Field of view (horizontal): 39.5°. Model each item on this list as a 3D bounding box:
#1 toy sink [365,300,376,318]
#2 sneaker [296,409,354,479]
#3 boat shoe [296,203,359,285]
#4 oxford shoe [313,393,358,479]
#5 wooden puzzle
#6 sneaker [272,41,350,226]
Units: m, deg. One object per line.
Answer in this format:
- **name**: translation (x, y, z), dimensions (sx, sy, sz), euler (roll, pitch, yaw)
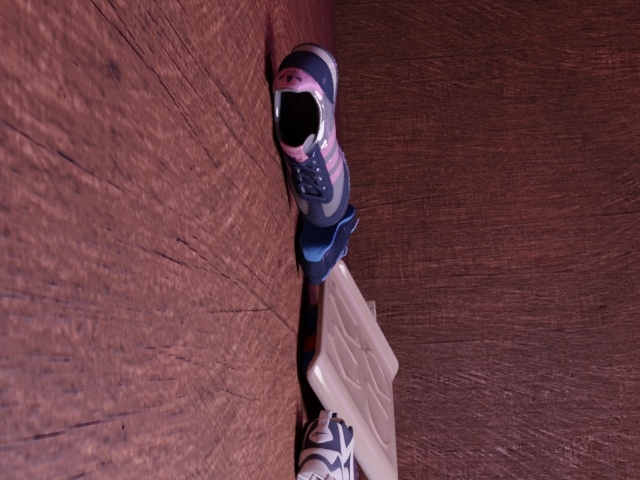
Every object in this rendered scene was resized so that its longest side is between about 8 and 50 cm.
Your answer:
- **toy sink**: translation (0.086, 0.284, 2.177), dimensions (0.153, 0.131, 0.234), euler (-87, 172, -54)
- **sneaker**: translation (0.019, 0.368, 1.467), dimensions (0.235, 0.094, 0.153), euler (68, 25, -44)
- **boat shoe**: translation (0.000, 0.000, 1.667), dimensions (0.258, 0.109, 0.089), euler (-50, 146, -60)
- **oxford shoe**: translation (0.015, 0.374, 1.726), dimensions (0.076, 0.076, 0.212), euler (-6, -88, 62)
- **wooden puzzle**: translation (0.052, 0.248, 1.672), dimensions (0.322, 0.080, 0.348), euler (61, 21, -26)
- **sneaker**: translation (-0.027, -0.140, 1.409), dimensions (0.131, 0.112, 0.319), euler (-60, 147, -51)
